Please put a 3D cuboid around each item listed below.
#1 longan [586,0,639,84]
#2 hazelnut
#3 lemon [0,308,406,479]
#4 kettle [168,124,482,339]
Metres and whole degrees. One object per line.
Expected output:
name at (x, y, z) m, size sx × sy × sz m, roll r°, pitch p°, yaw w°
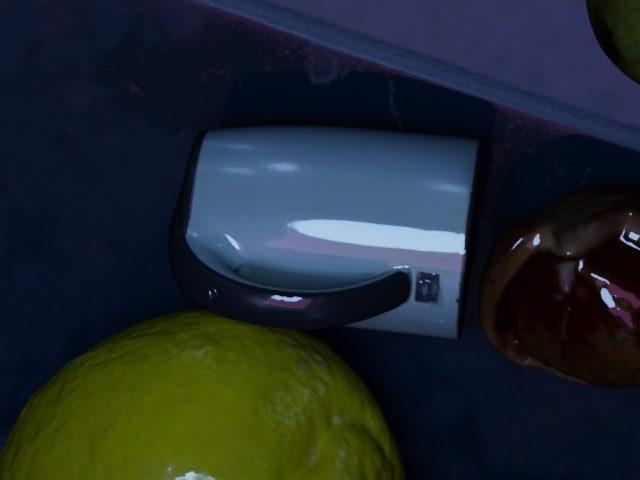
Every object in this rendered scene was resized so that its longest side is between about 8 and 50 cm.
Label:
longan at (0.281, -0.190, 1.481) m, size 0.145 × 0.176 × 0.155 m, roll 27°, pitch 146°, yaw 42°
hazelnut at (0.225, 0.044, 1.556) m, size 0.201 × 0.160 × 0.170 m, roll -17°, pitch 108°, yaw 9°
lemon at (-0.099, 0.218, 1.583) m, size 0.348 × 0.348 × 0.348 m, roll 3°, pitch 110°, yaw 8°
kettle at (0.000, 0.000, 1.541) m, size 0.236 × 0.221 × 0.161 m, roll 7°, pitch 123°, yaw 6°
